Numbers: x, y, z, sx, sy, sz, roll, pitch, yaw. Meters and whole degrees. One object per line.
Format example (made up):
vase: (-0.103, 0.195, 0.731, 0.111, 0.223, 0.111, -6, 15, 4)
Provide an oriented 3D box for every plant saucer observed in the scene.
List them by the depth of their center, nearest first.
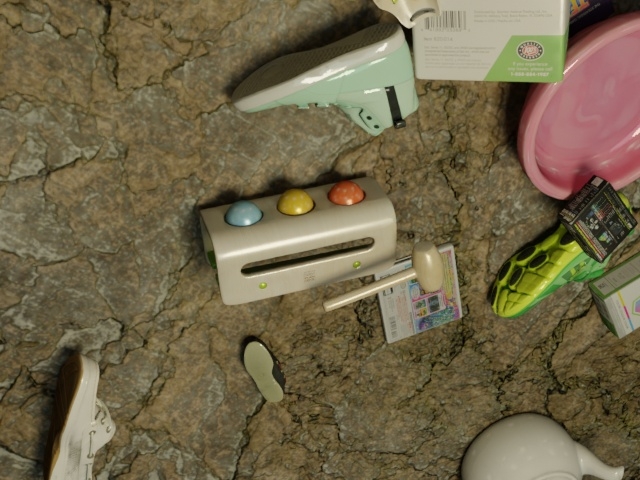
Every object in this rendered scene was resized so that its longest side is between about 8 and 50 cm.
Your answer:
plant saucer: (0.442, -0.214, 1.478, 0.332, 0.084, 0.332, -16, 136, -16)

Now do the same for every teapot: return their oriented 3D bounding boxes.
teapot: (0.403, 0.475, 1.847, 0.252, 0.187, 0.256, 16, 114, -27)

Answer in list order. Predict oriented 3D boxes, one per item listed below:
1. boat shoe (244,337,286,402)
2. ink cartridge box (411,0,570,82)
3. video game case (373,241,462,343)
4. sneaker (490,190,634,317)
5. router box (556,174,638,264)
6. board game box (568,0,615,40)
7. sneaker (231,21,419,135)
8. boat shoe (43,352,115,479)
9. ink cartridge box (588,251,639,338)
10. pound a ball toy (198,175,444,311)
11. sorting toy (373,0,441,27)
boat shoe: (-0.093, 0.211, 1.593, 0.048, 0.042, 0.133, -10, 126, 16)
ink cartridge box: (0.222, -0.392, 1.244, 0.207, 0.119, 0.354, 5, 125, 17)
video game case: (0.167, 0.091, 1.629, 0.143, 0.019, 0.157, -19, 124, -9)
sneaker: (0.424, 0.042, 1.639, 0.295, 0.109, 0.123, -41, 121, 6)
router box: (0.446, -0.033, 1.535, 0.092, 0.038, 0.122, -48, 127, -1)
board game box: (0.333, -0.351, 1.405, 0.170, 0.048, 0.141, -34, 124, 2)
sneaker: (0.013, -0.190, 1.330, 0.255, 0.094, 0.151, -17, 125, 11)
boat shoe: (-0.371, 0.287, 1.506, 0.096, 0.098, 0.277, 5, 127, -23)
ink cartridge box: (0.608, 0.077, 1.757, 0.209, 0.062, 0.109, -32, 125, -1)
pound a ball toy: (0.000, 0.000, 1.397, 0.319, 0.208, 0.136, -12, 123, -12)
sorting toy: (0.120, -0.314, 1.238, 0.083, 0.045, 0.075, -16, 125, 28)
